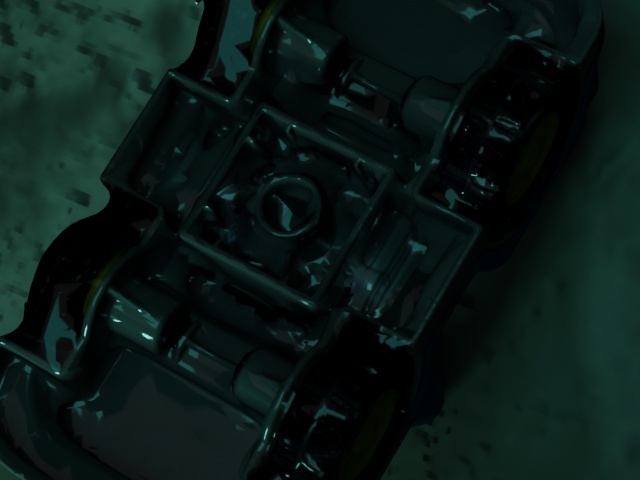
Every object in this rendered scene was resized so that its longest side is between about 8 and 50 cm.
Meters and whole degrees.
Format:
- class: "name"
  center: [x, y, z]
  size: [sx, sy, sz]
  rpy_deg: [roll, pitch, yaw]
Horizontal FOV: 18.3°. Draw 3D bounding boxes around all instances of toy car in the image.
- class: "toy car"
  center: [0.000, 0.000, 0.530]
  size: [0.097, 0.100, 0.191]
  rpy_deg: [28, 78, 19]
